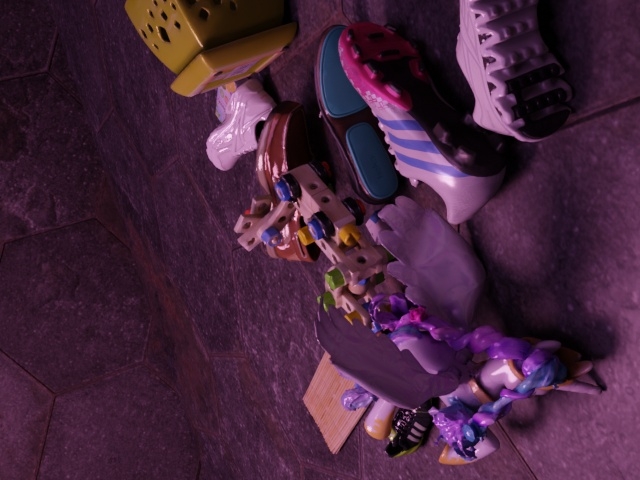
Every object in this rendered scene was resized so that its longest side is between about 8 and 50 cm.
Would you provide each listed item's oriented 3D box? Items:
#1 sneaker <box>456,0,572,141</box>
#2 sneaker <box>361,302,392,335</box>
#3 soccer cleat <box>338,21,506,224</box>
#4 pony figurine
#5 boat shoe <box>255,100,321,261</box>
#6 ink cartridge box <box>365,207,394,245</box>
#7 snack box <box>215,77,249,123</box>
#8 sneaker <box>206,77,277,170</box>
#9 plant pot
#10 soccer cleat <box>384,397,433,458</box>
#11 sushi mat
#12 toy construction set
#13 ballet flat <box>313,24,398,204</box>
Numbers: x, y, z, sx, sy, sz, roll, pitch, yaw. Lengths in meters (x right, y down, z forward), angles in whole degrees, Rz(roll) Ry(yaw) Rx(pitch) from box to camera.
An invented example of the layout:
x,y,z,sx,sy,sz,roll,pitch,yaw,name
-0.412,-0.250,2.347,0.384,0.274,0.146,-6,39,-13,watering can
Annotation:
x,y,z,sx,sy,sz,roll,pitch,yaw,name
0.191,-0.254,0.875,0.118,0.110,0.292,-157,54,-68,sneaker
0.104,0.174,1.379,0.170,0.051,0.089,47,145,49,sneaker
0.116,-0.159,1.058,0.331,0.116,0.143,55,149,30,soccer cleat
0.154,0.159,1.078,0.351,0.303,0.363,35,144,1,pony figurine
-0.038,-0.097,1.427,0.120,0.122,0.324,19,132,22,boat shoe
0.110,-0.006,1.269,0.083,0.028,0.048,61,153,18,ink cartridge box
-0.180,-0.291,1.642,0.100,0.037,0.141,56,150,30,snack box
-0.150,-0.205,1.561,0.115,0.090,0.232,44,138,10,sneaker
-0.184,-0.391,1.388,0.228,0.227,0.207,-15,100,63,plant pot
0.151,0.315,1.349,0.060,0.072,0.179,48,146,39,soccer cleat
0.033,0.330,1.651,0.151,0.019,0.316,59,151,26,sushi mat
0.000,0.000,1.292,0.327,0.151,0.215,35,151,29,toy construction set
0.044,-0.189,1.216,0.096,0.095,0.280,-167,61,-74,ballet flat
